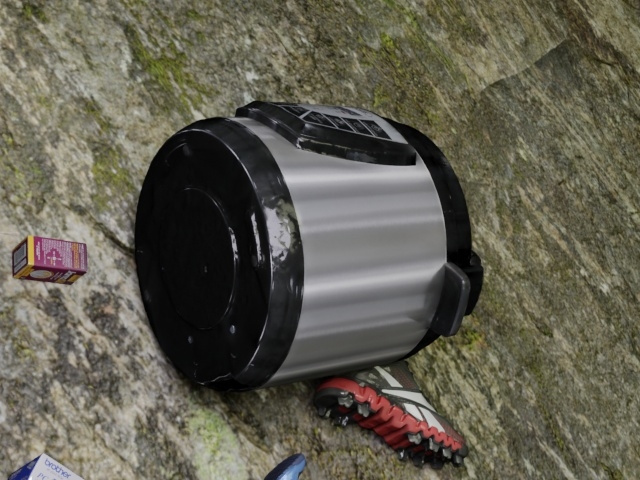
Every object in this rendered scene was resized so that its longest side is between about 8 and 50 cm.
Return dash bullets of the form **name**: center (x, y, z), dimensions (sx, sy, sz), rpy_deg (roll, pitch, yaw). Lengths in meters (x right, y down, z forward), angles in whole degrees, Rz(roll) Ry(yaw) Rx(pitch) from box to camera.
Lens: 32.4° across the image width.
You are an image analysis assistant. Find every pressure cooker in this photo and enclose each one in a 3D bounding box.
- **pressure cooker**: center (-0.002, 0.005, 1.525), dimensions (0.420, 0.375, 0.369), rpy_deg (-5, 71, -37)

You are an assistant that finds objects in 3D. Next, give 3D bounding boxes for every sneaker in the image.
- **sneaker**: center (-0.055, 0.357, 1.508), dimensions (0.059, 0.053, 0.144), rpy_deg (42, 56, -12)
- **sneaker**: center (0.121, 0.249, 1.677), dimensions (0.276, 0.098, 0.135), rpy_deg (32, 52, -20)

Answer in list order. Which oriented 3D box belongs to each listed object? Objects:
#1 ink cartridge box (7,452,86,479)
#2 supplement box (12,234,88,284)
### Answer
- **ink cartridge box**: center (-0.273, 0.336, 1.309), dimensions (0.207, 0.097, 0.046), rpy_deg (38, 48, -17)
- **supplement box**: center (-0.355, 0.026, 1.445), dimensions (0.083, 0.055, 0.043), rpy_deg (9, 63, -35)
